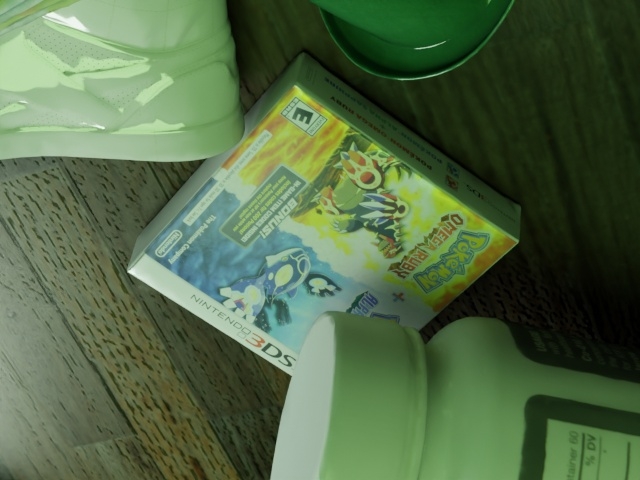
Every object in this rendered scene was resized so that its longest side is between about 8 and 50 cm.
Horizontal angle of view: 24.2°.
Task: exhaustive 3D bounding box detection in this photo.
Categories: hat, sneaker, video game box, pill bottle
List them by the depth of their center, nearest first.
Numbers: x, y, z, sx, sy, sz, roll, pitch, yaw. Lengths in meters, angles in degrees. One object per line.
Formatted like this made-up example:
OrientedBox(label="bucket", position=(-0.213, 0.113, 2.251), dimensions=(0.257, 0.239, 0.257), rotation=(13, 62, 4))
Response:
OrientedBox(label="hat", position=(-0.023, -0.175, 0.764), dimensions=(0.208, 0.183, 0.173), rotation=(13, 100, 49))
OrientedBox(label="sneaker", position=(-0.196, -0.139, 0.910), dimensions=(0.292, 0.108, 0.169), rotation=(-2, 124, 0))
OrientedBox(label="pill bottle", position=(0.159, 0.163, 0.984), dimensions=(0.361, 0.204, 0.204), rotation=(13, 128, -10))
OrientedBox(label="video game box", position=(0.000, 0.000, 1.012), dimensions=(0.187, 0.048, 0.205), rotation=(32, 126, -18))

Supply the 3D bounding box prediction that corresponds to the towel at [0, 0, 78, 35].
OrientedBox(label="towel", position=(-0.127, -0.310, 0.702), dimensions=(0.320, 0.090, 0.375), rotation=(-20, 98, 21))
